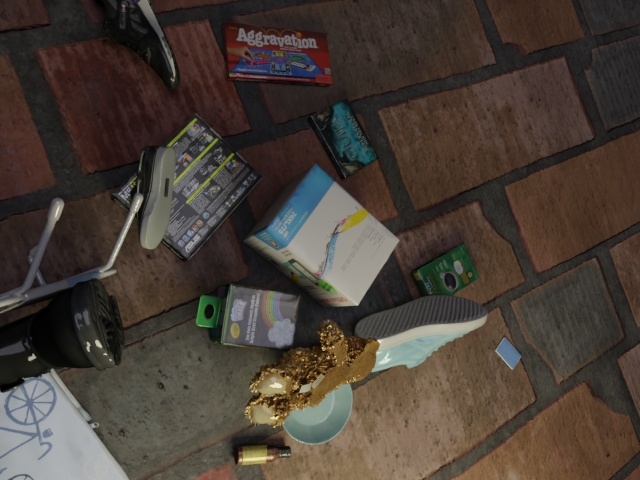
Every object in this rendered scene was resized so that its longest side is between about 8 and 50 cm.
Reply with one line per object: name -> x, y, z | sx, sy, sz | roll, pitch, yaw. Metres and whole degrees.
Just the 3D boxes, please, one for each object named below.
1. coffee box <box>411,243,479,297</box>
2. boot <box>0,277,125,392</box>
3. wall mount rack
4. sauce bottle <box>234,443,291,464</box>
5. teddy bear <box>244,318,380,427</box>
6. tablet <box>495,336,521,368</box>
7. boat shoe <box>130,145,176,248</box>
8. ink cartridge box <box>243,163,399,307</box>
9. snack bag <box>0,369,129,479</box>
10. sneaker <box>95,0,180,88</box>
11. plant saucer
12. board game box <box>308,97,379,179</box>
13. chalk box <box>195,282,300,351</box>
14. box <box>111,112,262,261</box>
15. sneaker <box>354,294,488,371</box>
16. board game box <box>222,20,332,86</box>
coffee box -> 0.349, 0.096, 1.447 | 0.184, 0.040, 0.113 | -27, 94, -25
boot -> -0.565, 0.196, 0.837 | 0.444, 0.367, 0.146 | -13, 80, -18
wall mount rack -> -0.478, 0.030, 0.923 | 0.303, 0.350, 0.131 | -20, 92, 17
sauce bottle -> -0.131, 0.487, 1.181 | 0.128, 0.042, 0.042 | 7, 80, -24
teddy bear -> -0.025, 0.283, 1.138 | 0.337, 0.113, 0.245 | -29, 134, -28
tablet -> 0.550, 0.331, 1.519 | 0.083, 0.006, 0.054 | 47, 68, -10
boat shoe -> -0.358, -0.092, 1.090 | 0.070, 0.078, 0.220 | 6, 82, 13
ink cartridge box -> 0.000, 0.000, 1.223 | 0.270, 0.198, 0.197 | 40, 69, -13
snack bag -> -0.581, 0.445, 0.989 | 0.323, 0.037, 0.343 | -38, 95, -25
sneaker -> -0.420, -0.462, 1.176 | 0.124, 0.107, 0.284 | -26, 89, -10
plant saucer -> -0.016, 0.385, 1.247 | 0.194, 0.037, 0.195 | 3, 82, -23
board game box -> 0.063, -0.271, 1.383 | 0.126, 0.026, 0.186 | -33, 96, -25
chalk box -> -0.171, 0.170, 1.162 | 0.212, 0.132, 0.133 | 12, 79, -21
box -> -0.299, -0.121, 1.186 | 0.216, 0.060, 0.270 | 42, 68, -12
sneaker -> 0.256, 0.246, 1.342 | 0.365, 0.135, 0.150 | -9, 121, -13
board game box -> -0.108, -0.478, 1.340 | 0.281, 0.027, 0.145 | -4, 83, -24
